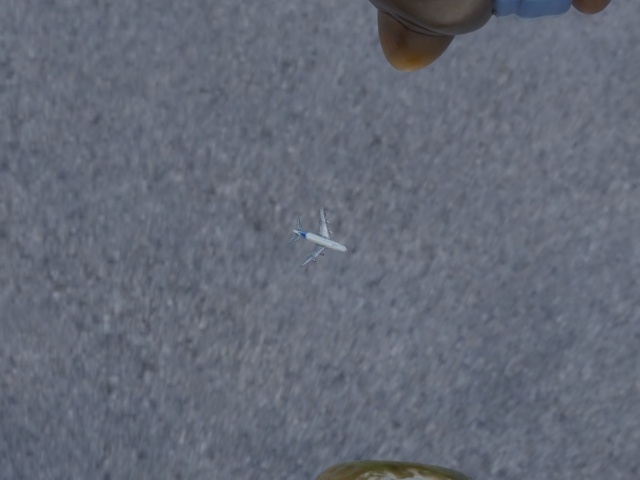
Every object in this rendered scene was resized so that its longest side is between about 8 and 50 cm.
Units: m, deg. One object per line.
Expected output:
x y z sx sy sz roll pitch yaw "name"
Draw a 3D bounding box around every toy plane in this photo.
-0.002 -0.001 1.666 0.084 0.024 0.078 20 88 -41 "toy plane"

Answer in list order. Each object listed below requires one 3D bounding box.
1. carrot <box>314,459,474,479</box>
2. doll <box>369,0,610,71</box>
0.071 0.391 1.359 0.224 0.224 0.341 7 76 -7 "carrot"
0.182 -0.271 1.080 0.339 0.318 0.209 -13 77 3 "doll"
